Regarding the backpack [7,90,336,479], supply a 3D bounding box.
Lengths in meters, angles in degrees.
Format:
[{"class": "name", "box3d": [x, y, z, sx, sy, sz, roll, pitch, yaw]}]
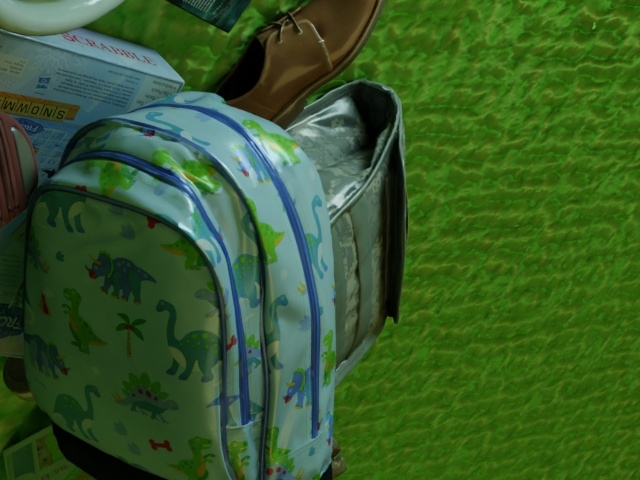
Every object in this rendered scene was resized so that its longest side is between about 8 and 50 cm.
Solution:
[{"class": "backpack", "box3d": [-0.118, 0.054, 1.330, 0.273, 0.290, 0.355, -10, 118, -56]}]

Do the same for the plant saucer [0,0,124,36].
[{"class": "plant saucer", "box3d": [-0.175, -0.344, 1.088, 0.400, 0.100, 0.400, -52, 157, -34]}]

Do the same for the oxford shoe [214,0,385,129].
[{"class": "oxford shoe", "box3d": [-0.017, -0.189, 1.477, 0.212, 0.076, 0.076, -49, 132, 6]}]

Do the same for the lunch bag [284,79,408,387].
[{"class": "lunch bag", "box3d": [0.000, 0.000, 1.582, 0.287, 0.169, 0.235, -46, 149, -39]}]

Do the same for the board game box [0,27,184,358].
[{"class": "board game box", "box3d": [-0.318, -0.051, 1.334, 0.319, 0.066, 0.318, 12, 117, -48]}]

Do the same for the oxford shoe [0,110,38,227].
[{"class": "oxford shoe", "box3d": [-0.370, -0.037, 1.178, 0.348, 0.130, 0.123, -13, 94, -49]}]

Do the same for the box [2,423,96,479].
[{"class": "box", "box3d": [-0.215, 0.235, 1.600, 0.203, 0.114, 0.103, -30, 152, 32]}]

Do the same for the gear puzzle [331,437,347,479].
[{"class": "gear puzzle", "box3d": [-0.083, 0.217, 1.836, 0.175, 0.044, 0.339, -33, 139, -11]}]

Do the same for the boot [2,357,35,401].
[{"class": "boot", "box3d": [-0.207, 0.125, 1.602, 0.213, 0.077, 0.165, -34, 144, -14]}]

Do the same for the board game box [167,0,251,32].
[{"class": "board game box", "box3d": [-0.073, -0.281, 1.370, 0.186, 0.026, 0.126, -53, 142, 12]}]
